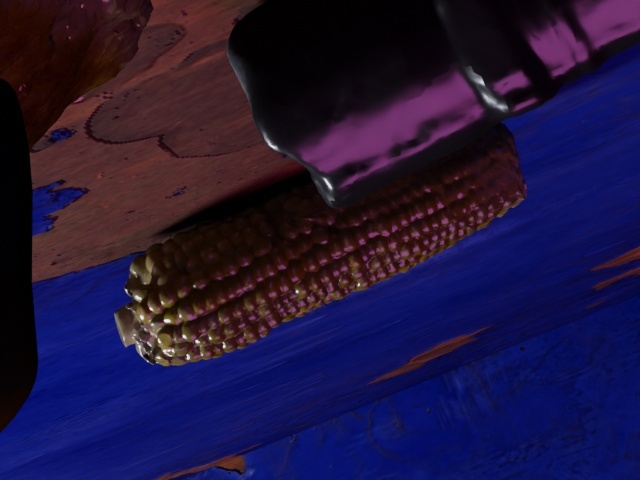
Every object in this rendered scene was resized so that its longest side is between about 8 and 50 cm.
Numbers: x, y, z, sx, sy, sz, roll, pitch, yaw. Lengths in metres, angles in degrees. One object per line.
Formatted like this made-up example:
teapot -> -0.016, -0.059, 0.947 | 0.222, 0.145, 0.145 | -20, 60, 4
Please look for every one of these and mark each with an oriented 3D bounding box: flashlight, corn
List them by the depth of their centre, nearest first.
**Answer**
flashlight -> 0.160, -0.144, 0.749 | 0.424, 0.103, 0.103 | -26, 168, 16
corn -> 0.000, 0.000, 1.164 | 0.288, 0.086, 0.086 | -24, 169, -5

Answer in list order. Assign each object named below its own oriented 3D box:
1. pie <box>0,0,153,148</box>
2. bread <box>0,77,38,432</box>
pie -> -0.136, -0.060, 0.635 | 0.163, 0.079, 0.193 | -32, 173, 9
bread -> -0.241, 0.024, 0.484 | 0.251, 0.208, 0.376 | -4, 160, -38
